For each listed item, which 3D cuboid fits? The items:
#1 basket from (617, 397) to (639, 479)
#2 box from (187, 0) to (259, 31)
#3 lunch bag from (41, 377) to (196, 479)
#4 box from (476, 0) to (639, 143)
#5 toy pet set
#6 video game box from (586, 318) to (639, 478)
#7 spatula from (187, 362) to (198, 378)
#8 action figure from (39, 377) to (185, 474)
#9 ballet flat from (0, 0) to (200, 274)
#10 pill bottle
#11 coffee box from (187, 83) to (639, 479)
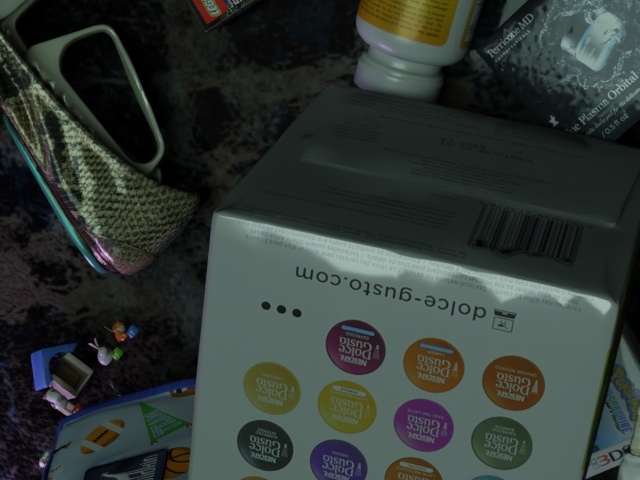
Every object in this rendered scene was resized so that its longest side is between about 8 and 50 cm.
[{"bbox_3d":[0.462,0.113,1.511,0.328,0.331,0.266,10,92,18],"label":"basket"},{"bbox_3d":[-0.110,-0.356,1.758,0.159,0.044,0.233,-31,92,23],"label":"box"},{"bbox_3d":[-0.095,0.312,1.695,0.385,0.328,0.239,12,119,-6],"label":"lunch bag"},{"bbox_3d":[0.264,-0.181,1.645,0.156,0.093,0.158,-43,86,24],"label":"box"},{"bbox_3d":[-0.278,0.133,1.913,0.065,0.122,0.114,40,156,-14],"label":"toy pet set"},{"bbox_3d":[0.245,0.148,1.762,0.187,0.048,0.205,-28,93,21],"label":"video game box"},{"bbox_3d":[-0.007,0.147,1.858,0.296,0.030,0.084,-1,115,21],"label":"spatula"},{"bbox_3d":[-0.238,0.272,1.913,0.164,0.141,0.276,44,115,-7],"label":"action figure"},{"bbox_3d":[-0.306,-0.186,1.828,0.182,0.164,0.483,-40,95,5],"label":"ballet flat"},{"bbox_3d":[0.102,-0.243,1.673,0.118,0.117,0.208,20,110,14],"label":"pill bottle"},{"bbox_3d":[0.097,0.092,1.557,0.338,0.338,0.334,13,117,11],"label":"coffee box"}]
